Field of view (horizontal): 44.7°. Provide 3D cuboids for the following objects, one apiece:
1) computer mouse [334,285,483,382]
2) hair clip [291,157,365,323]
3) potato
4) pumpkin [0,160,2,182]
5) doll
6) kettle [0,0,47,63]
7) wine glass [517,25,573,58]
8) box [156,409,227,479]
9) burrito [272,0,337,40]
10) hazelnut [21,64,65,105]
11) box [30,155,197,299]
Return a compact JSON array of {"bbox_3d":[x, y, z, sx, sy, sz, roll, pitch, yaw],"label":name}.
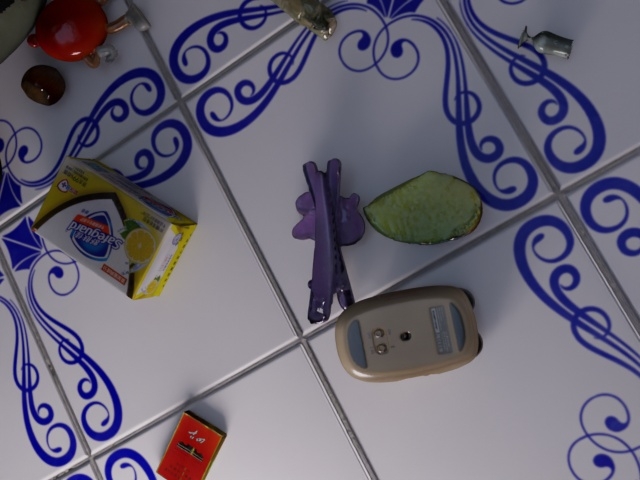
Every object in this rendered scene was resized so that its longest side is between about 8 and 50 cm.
[{"bbox_3d":[0.142,0.152,1.270,0.236,0.082,0.145,-13,86,6],"label":"computer mouse"},{"bbox_3d":[0.007,0.005,1.328,0.137,0.090,0.279,-4,80,31],"label":"hair clip"},{"bbox_3d":[0.172,-0.050,1.286,0.197,0.054,0.120,-13,85,23],"label":"potato"},{"bbox_3d":[-0.775,-0.134,1.532,0.295,0.296,0.296,0,89,19],"label":"pumpkin"},{"bbox_3d":[-0.451,-0.411,1.493,0.217,0.085,0.183,-32,79,-3],"label":"doll"},{"bbox_3d":[-0.622,-0.453,1.420,0.228,0.324,0.321,46,143,-16],"label":"kettle"},{"bbox_3d":[0.357,-0.311,1.235,0.083,0.042,0.039,22,125,16],"label":"wine glass"},{"bbox_3d":[-0.238,0.391,1.429,0.090,0.023,0.133,29,98,15],"label":"box"},{"bbox_3d":[-0.043,-0.424,1.370,0.188,0.045,0.058,43,95,17],"label":"burrito"},{"bbox_3d":[-0.542,-0.305,1.525,0.086,0.086,0.086,0,89,19],"label":"hazelnut"},{"bbox_3d":[-0.384,-0.025,1.449,0.265,0.097,0.168,33,99,17],"label":"box"}]
